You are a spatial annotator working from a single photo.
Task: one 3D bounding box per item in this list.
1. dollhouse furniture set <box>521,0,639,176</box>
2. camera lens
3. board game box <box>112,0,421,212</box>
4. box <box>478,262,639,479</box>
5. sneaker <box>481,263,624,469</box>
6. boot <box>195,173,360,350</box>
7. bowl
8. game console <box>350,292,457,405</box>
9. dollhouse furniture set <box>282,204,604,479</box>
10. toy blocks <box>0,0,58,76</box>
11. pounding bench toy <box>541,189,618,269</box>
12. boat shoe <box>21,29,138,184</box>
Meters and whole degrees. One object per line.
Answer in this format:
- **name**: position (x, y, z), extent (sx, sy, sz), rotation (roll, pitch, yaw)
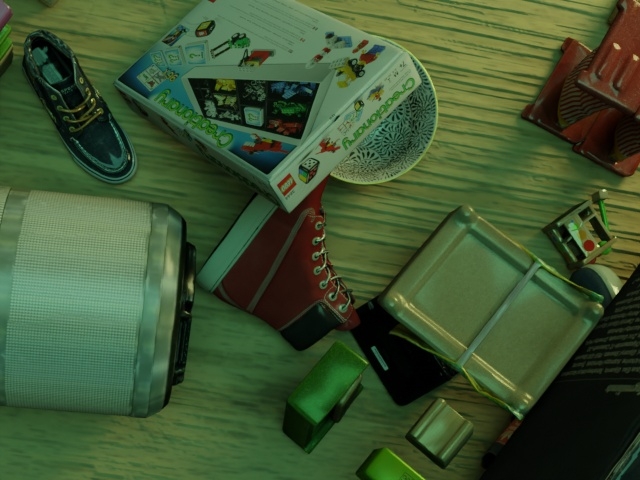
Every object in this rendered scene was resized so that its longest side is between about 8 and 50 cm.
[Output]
- **dollhouse furniture set**: position (0.405, -0.270, 1.421), extent (0.152, 0.201, 0.374), rotation (32, 79, -4)
- **camera lens**: position (-0.269, 0.061, 1.253), extent (0.274, 0.219, 0.219), rotation (6, 81, -9)
- **board game box**: position (-0.065, -0.166, 1.304), extent (0.193, 0.305, 0.053), rotation (-45, 135, -12)
- **box**: position (0.484, 0.231, 1.195), extent (0.480, 0.297, 0.472), rotation (41, 76, -4)
- **sneaker**: position (0.257, 0.195, 1.367), extent (0.148, 0.131, 0.350), rotation (6, 81, -13)
- **boot**: position (0.000, 0.000, 1.337), extent (0.176, 0.088, 0.244), rotation (34, 114, -5)
- **bowl**: position (0.041, -0.140, 1.404), extent (0.170, 0.080, 0.170), rotation (1, 83, -10)
- **game console**: position (0.107, 0.107, 1.416), extent (0.107, 0.071, 0.122), rotation (-33, 87, 18)
- **dollhouse furniture set**: position (0.129, 0.138, 1.327), extent (0.197, 0.151, 0.301), rotation (38, 75, 12)
- **toy blocks**: position (-0.434, -0.254, 1.239), extent (0.260, 0.288, 0.309), rotation (35, 80, -10)
- **pounding bench toy**: position (0.315, -0.012, 1.446), extent (0.083, 0.052, 0.065), rotation (-35, 89, -12)
- **boat shoe**: position (-0.265, -0.142, 1.352), extent (0.065, 0.083, 0.183), rotation (-37, 90, -12)
